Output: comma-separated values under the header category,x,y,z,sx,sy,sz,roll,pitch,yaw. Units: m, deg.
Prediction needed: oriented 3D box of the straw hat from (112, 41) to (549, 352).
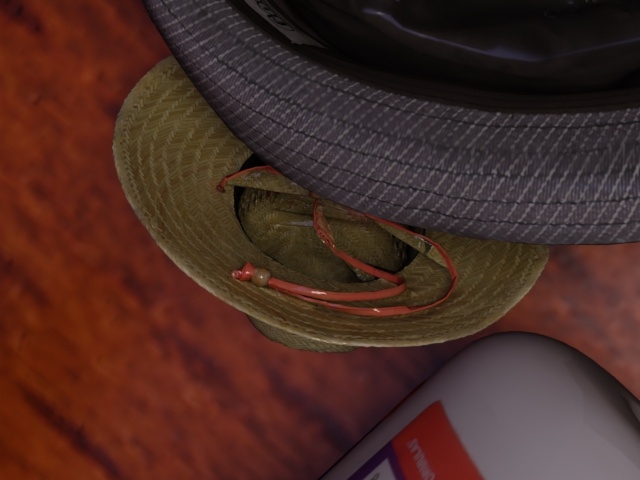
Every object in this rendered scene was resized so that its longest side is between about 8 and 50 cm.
category,x,y,z,sx,sy,sz,roll,pitch,yaw
straw hat,0.000,0.000,0.475,0.144,0.144,0.061,23,133,12

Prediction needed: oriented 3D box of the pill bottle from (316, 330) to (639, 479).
category,x,y,z,sx,sy,sz,roll,pitch,yaw
pill bottle,-0.002,0.188,0.414,0.323,0.181,0.181,-43,80,8

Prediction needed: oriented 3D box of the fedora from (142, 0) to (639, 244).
category,x,y,z,sx,sy,sz,roll,pitch,yaw
fedora,0.076,-0.117,0.436,0.275,0.124,0.243,1,86,21
